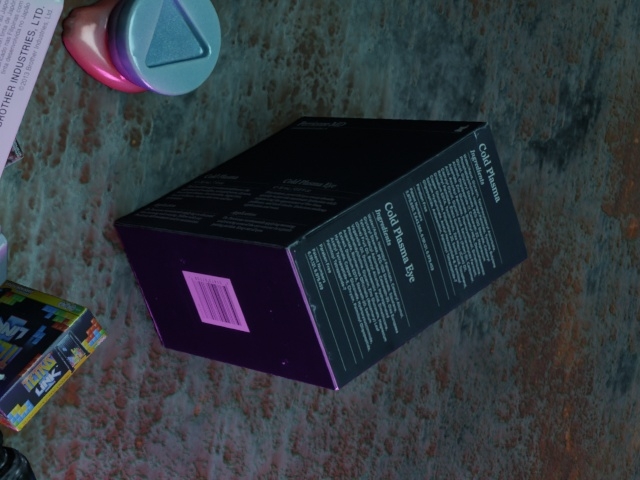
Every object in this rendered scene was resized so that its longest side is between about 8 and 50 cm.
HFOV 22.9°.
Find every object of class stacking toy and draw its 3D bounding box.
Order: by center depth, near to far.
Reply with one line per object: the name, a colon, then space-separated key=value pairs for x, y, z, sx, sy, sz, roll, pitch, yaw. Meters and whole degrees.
stacking toy: x=-0.172 y=-0.332 z=1.771 sx=0.279 sy=0.130 sz=0.309 roll=46 pitch=67 yaw=-34

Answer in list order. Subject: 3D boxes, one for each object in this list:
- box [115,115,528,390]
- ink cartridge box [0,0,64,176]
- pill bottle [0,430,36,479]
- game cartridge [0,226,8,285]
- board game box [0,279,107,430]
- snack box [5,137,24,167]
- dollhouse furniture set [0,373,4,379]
box: x=0.000 y=0.000 z=1.820 sx=0.312 sy=0.343 sz=0.179 roll=-33 pitch=114 yaw=-31
ink cartridge box: x=-0.453 y=-0.176 z=1.356 sx=0.395 sy=0.151 sz=0.270 roll=11 pitch=120 yaw=-27
pill bottle: x=-0.357 y=0.302 z=1.711 sx=0.123 sy=0.123 sz=0.219 roll=-33 pitch=116 yaw=-32
game cartridge: x=-0.434 y=0.102 z=1.578 sx=0.060 sy=0.196 sz=0.294 roll=42 pitch=70 yaw=7
board game box: x=-0.330 y=0.118 z=1.676 sx=0.141 sy=0.170 sz=0.048 roll=-48 pitch=127 yaw=-25
snack box: x=-0.397 y=-0.101 z=1.675 sx=0.141 sy=0.037 sz=0.100 roll=-33 pitch=114 yaw=-29
dollhouse furniture set: x=-0.367 y=0.126 z=1.558 sx=0.081 sy=0.114 sz=0.091 roll=44 pitch=92 yaw=4
